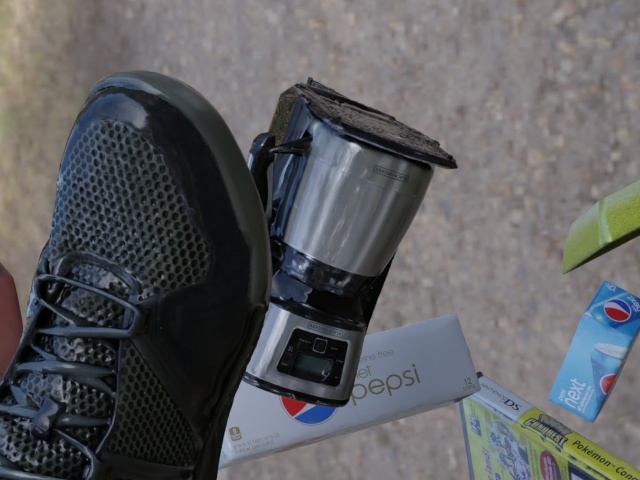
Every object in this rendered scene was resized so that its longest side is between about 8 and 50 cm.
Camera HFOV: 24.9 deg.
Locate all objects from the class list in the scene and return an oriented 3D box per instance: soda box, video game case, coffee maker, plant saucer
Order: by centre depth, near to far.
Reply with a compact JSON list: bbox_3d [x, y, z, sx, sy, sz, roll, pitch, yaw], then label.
[{"bbox_3d":[0.000,0.000,0.938,0.171,0.120,0.178,-66,-1,-79],"label":"coffee maker"},{"bbox_3d":[0.011,0.120,1.150,0.074,0.216,0.069,136,119,-67],"label":"soda box"},{"bbox_3d":[0.239,0.283,1.366,0.248,0.035,0.274,30,143,44],"label":"video game case"},{"bbox_3d":[0.339,-0.039,1.492,0.045,0.188,0.188,62,172,8],"label":"plant saucer"},{"bbox_3d":[0.366,0.150,1.906,0.071,0.067,0.210,28,145,15],"label":"soda box"}]

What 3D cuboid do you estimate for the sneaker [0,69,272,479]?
[{"bbox_3d":[-0.086,0.056,0.529,0.087,0.130,0.227,23,119,17],"label":"sneaker"}]

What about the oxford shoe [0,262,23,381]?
[{"bbox_3d":[-0.325,-0.032,1.113,0.123,0.130,0.348,24,129,62],"label":"oxford shoe"}]
